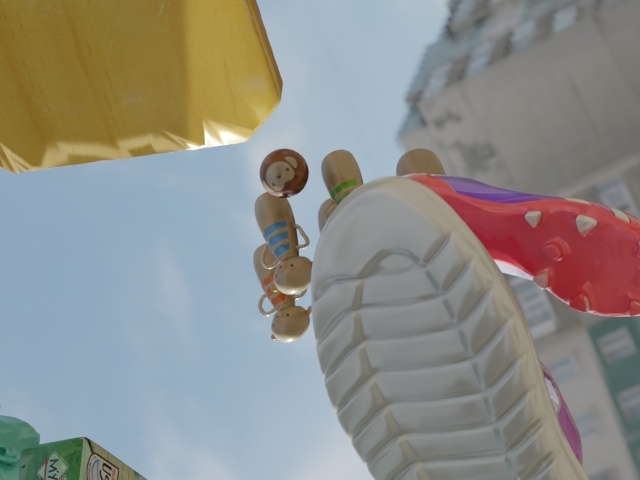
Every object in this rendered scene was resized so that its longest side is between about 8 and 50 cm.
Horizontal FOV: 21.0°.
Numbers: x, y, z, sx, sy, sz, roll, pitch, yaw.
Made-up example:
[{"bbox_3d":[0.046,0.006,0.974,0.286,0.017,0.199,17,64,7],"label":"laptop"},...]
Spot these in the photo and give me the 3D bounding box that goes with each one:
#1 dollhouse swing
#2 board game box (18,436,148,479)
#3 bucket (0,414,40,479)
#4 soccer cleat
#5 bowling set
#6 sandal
[{"bbox_3d":[-0.199,-0.277,1.433,0.305,0.347,0.315,63,-157,-56],"label":"dollhouse swing"},{"bbox_3d":[-0.100,0.292,0.921,0.213,0.046,0.317,46,-142,-49],"label":"board game box"},{"bbox_3d":[-0.331,0.257,1.296,0.183,0.281,0.281,3,-119,-43],"label":"bucket"},{"bbox_3d":[0.156,-0.005,1.273,0.095,0.248,0.083,-36,-47,-60],"label":"soccer cleat"},{"bbox_3d":[0.000,0.000,1.895,0.200,0.287,0.154,24,-140,-49],"label":"bowling set"},{"bbox_3d":[0.123,0.147,1.243,0.102,0.169,0.416,-25,-92,-59],"label":"sandal"}]
